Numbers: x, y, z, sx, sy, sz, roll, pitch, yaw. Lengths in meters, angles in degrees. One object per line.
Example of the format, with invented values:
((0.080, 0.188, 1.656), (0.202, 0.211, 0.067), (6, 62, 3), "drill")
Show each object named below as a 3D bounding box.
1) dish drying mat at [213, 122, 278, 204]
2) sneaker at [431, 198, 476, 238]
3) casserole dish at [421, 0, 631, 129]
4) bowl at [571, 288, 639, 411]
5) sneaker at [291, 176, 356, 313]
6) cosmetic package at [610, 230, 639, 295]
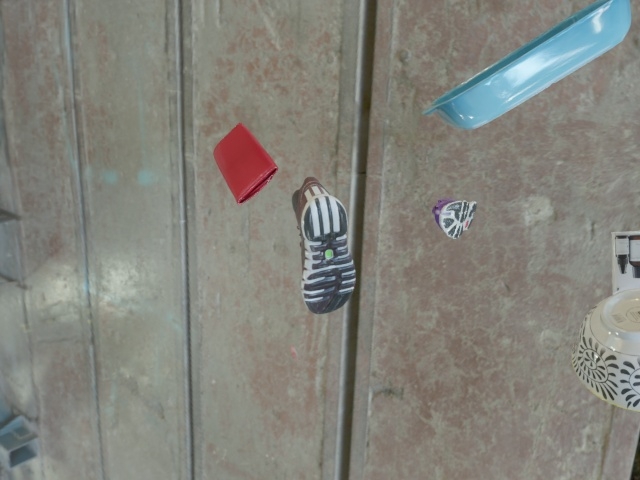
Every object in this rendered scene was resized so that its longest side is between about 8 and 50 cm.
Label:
((-0.050, -0.051, 0.318), (0.032, 0.008, 0.083), (-42, 37, 4), "dish drying mat")
((0.230, -0.045, 0.903), (0.071, 0.170, 0.068), (16, 101, 24), "sneaker")
((0.180, -0.150, 0.438), (0.188, 0.114, 0.037), (-30, 100, 11), "casserole dish")
((0.385, 0.111, 0.599), (0.170, 0.170, 0.080), (-7, 124, 39), "bowl")
((0.000, 0.000, 0.978), (0.162, 0.106, 0.281), (-112, 18, -50), "sneaker")
((0.547, 0.034, 0.699), (0.239, 0.060, 0.098), (-4, 79, 36), "cosmetic package")
